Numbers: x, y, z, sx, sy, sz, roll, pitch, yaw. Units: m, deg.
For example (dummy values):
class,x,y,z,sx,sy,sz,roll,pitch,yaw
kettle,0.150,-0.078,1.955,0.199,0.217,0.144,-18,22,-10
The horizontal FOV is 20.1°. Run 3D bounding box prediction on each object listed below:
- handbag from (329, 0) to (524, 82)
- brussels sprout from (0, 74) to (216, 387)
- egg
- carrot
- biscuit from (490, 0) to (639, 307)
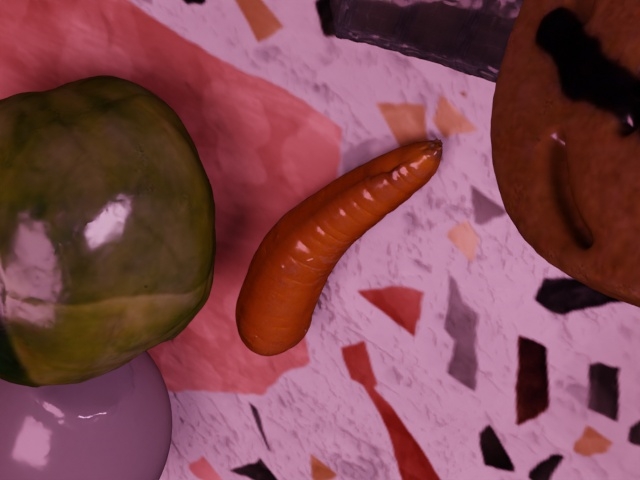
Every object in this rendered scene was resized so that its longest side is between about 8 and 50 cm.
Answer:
class,x,y,z,sx,sy,sz,roll,pitch,yaw
handbag,0.108,-0.182,1.037,0.270,0.089,0.175,21,125,25
brussels sprout,-0.200,-0.009,1.333,0.271,0.210,0.219,22,131,47
egg,-0.212,0.162,1.485,0.176,0.176,0.232,34,139,14
carrot,0.000,0.000,1.280,0.271,0.062,0.066,-56,48,44
biscuit,0.239,-0.106,0.811,0.367,0.314,0.063,4,158,44
